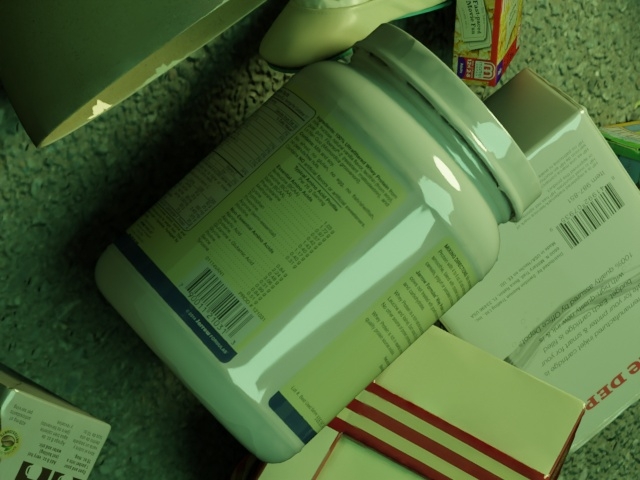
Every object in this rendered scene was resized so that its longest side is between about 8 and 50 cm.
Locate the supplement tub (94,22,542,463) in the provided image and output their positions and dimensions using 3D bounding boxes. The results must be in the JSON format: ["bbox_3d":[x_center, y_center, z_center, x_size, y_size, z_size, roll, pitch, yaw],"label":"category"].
[{"bbox_3d":[0.000,0.000,1.641,0.325,0.235,0.235,-43,134,-4],"label":"supplement tub"}]

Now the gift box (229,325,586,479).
[{"bbox_3d":[0.064,0.229,1.811,0.255,0.258,0.276,-57,169,-27],"label":"gift box"}]

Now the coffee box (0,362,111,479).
[{"bbox_3d":[-0.310,0.235,1.522,0.119,0.168,0.297,28,86,-47],"label":"coffee box"}]

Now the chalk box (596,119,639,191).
[{"bbox_3d":[0.349,-0.047,2.096,0.213,0.132,0.132,-12,115,-42],"label":"chalk box"}]

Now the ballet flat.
[{"bbox_3d":[0.033,-0.222,1.744,0.248,0.086,0.086,-31,127,-44],"label":"ballet flat"}]

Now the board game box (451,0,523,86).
[{"bbox_3d":[0.160,-0.256,1.833,0.147,0.045,0.193,-55,150,-65],"label":"board game box"}]

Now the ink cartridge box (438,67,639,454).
[{"bbox_3d":[0.214,0.026,1.905,0.223,0.129,0.307,-39,121,0],"label":"ink cartridge box"}]

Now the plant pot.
[{"bbox_3d":[-0.148,-0.225,1.456,0.284,0.284,0.191,-37,93,-29],"label":"plant pot"}]

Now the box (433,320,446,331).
[{"bbox_3d":[0.111,0.089,1.989,0.137,0.027,0.094,-19,118,-39],"label":"box"}]
